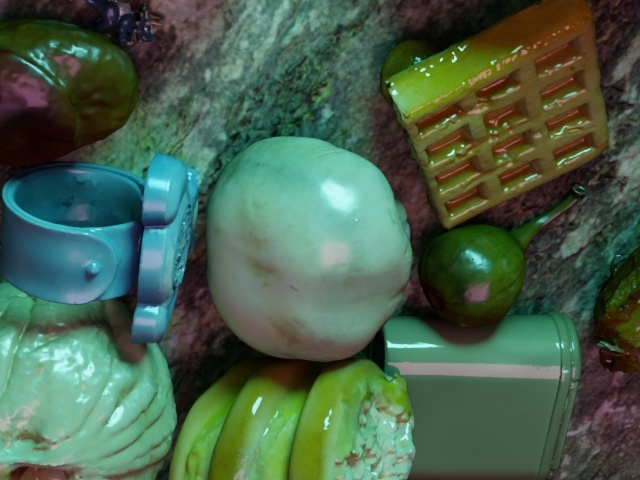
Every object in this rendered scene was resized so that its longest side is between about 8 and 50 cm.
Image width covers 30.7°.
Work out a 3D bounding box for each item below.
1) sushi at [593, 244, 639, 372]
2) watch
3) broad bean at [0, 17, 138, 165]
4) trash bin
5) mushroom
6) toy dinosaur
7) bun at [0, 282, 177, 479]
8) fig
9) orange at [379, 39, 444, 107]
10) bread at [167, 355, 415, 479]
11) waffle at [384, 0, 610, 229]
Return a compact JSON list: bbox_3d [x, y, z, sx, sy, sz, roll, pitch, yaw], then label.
[{"bbox_3d":[0.450,0.057,1.421,0.179,0.167,0.296,35,101,-3],"label":"sushi"},{"bbox_3d":[-0.237,-0.010,1.234,0.193,0.211,0.210,10,117,-1],"label":"watch"},{"bbox_3d":[-0.298,-0.144,1.169,0.229,0.122,0.156,-4,120,-6],"label":"broad bean"},{"bbox_3d":[0.181,0.199,1.459,0.248,0.121,0.243,2,118,-10],"label":"trash bin"},{"bbox_3d":[0.000,0.000,1.280,0.260,0.234,0.253,-26,91,45],"label":"mushroom"},{"bbox_3d":[-0.205,-0.229,1.193,0.083,0.030,0.047,16,113,-20],"label":"toy dinosaur"},{"bbox_3d":[-0.343,0.211,1.294,0.352,0.227,0.349,37,107,-25],"label":"bun"},{"bbox_3d":[0.220,0.005,1.385,0.236,0.124,0.124,-39,122,-18],"label":"fig"},{"bbox_3d":[0.101,-0.177,1.259,0.085,0.085,0.085,-5,119,-9],"label":"orange"},{"bbox_3d":[-0.037,0.278,1.302,0.270,0.211,0.315,4,83,18],"label":"bread"},{"bbox_3d":[0.201,-0.133,1.262,0.221,0.055,0.248,-27,144,2],"label":"waffle"}]
